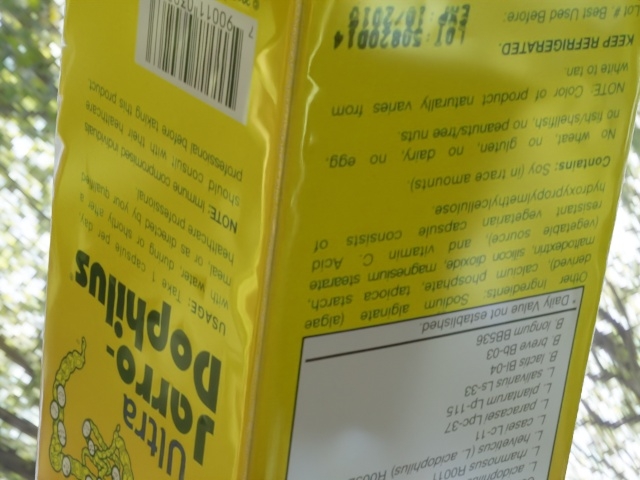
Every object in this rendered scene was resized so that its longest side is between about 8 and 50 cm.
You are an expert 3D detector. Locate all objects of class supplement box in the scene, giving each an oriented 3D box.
[{"bbox_3d":[0.000,0.000,0.754,0.195,0.194,0.356,32,-58,48],"label":"supplement box"}]
